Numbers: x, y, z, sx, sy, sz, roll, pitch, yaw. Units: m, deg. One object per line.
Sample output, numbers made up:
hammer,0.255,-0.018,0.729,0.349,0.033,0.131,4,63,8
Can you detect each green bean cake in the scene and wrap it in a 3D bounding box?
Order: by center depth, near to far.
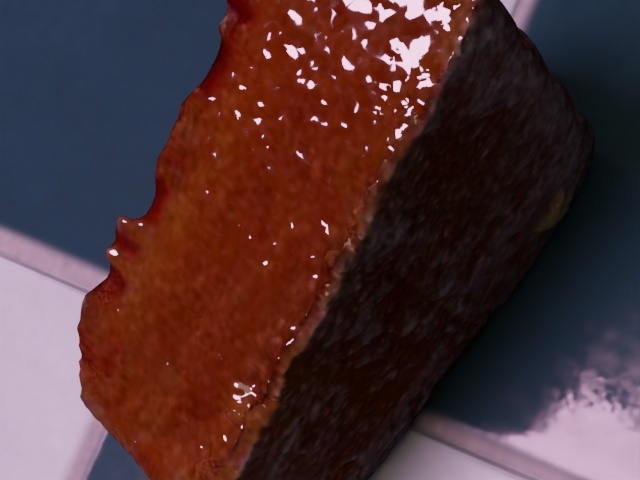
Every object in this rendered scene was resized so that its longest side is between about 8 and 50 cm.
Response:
green bean cake,0.000,0.000,0.544,0.097,0.198,0.232,39,97,31
